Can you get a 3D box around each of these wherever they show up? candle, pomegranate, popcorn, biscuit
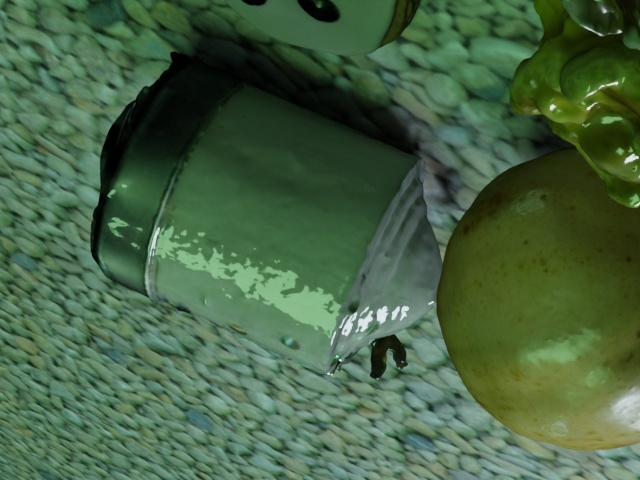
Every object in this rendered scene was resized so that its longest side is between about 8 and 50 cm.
[{"bbox_3d":[0.000,0.000,1.328,0.330,0.187,0.187,23,153,9],"label":"candle"},{"bbox_3d":[0.177,0.039,1.188,0.207,0.207,0.207,24,153,13],"label":"pomegranate"},{"bbox_3d":[0.205,-0.087,0.992,0.197,0.156,0.197,20,163,6],"label":"popcorn"},{"bbox_3d":[-0.024,-0.192,1.160,0.181,0.049,0.208,8,145,39],"label":"biscuit"}]

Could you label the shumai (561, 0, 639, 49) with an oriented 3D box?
[{"bbox_3d":[0.208,-0.144,0.763,0.256,0.218,0.189,41,167,45],"label":"shumai"}]
